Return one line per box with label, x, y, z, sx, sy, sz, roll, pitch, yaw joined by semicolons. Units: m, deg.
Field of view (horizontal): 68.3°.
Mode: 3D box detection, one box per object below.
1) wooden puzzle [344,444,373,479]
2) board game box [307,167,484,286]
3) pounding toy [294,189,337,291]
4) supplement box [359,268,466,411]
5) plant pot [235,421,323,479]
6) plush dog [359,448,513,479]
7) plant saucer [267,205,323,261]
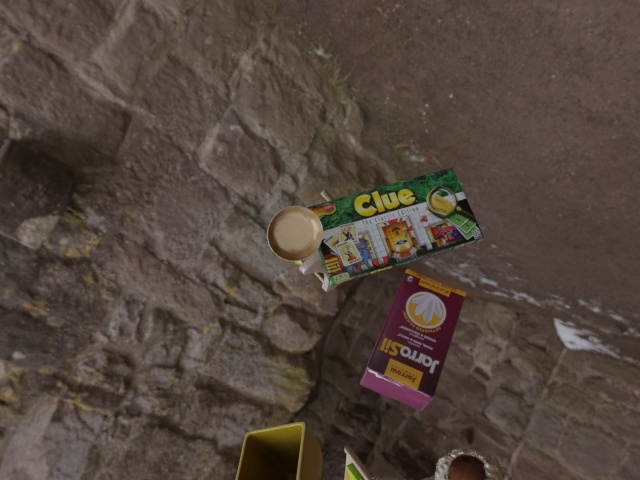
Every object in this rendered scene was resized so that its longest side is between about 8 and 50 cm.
wooden puzzle;0.109;0.652;1.130;0.044;0.238;0.221;-12;-156;-25
board game box;0.120;-0.026;0.772;0.030;0.260;0.136;93;159;-69
pounding toy;0.000;0.000;0.952;0.155;0.154;0.270;48;-161;22
supplement box;0.147;0.153;0.745;0.104;0.188;0.080;22;148;11
plant pot;-0.037;0.269;0.537;0.082;0.081;0.083;-19;125;21
plush dog;0.177;0.430;0.617;0.263;0.225;0.211;-32;129;28
plant saucer;-0.038;-0.011;0.697;0.083;0.083;0.015;32;-178;-19
